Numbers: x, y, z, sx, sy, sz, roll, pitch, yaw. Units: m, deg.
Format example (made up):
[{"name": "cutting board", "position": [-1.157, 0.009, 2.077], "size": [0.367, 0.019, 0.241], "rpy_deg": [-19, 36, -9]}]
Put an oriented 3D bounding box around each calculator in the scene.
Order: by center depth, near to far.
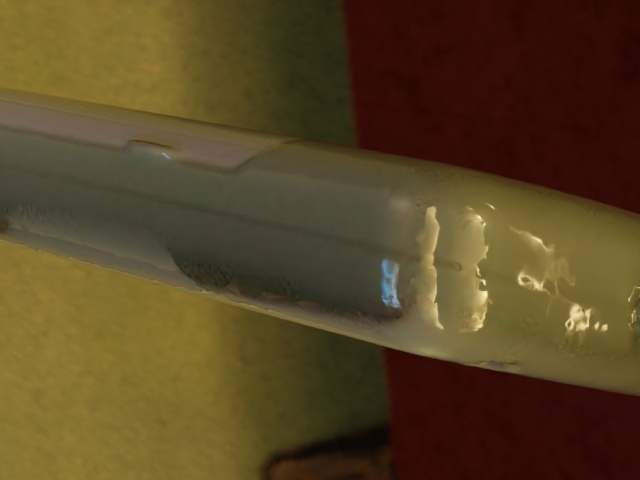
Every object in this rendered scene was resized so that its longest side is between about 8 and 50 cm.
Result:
[{"name": "calculator", "position": [0.000, 0.000, 0.479], "size": [0.141, 0.246, 0.045], "rpy_deg": [13, 90, -46]}]
